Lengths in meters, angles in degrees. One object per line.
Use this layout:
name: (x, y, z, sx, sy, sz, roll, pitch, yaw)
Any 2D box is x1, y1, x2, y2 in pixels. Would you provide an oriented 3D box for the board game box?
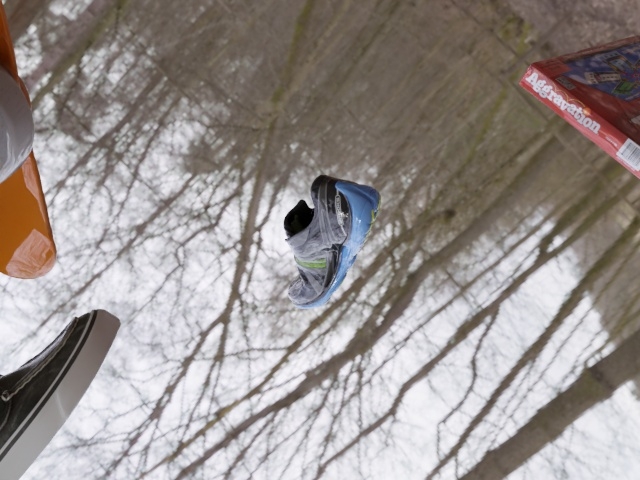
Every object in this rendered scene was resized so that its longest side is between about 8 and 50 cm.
board game box: (0.323, -0.144, 0.786, 0.145, 0.027, 0.281, 45, -139, 19)

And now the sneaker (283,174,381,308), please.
sneaker: (0.000, 0.000, 0.752, 0.078, 0.188, 0.067, 27, -127, 3)

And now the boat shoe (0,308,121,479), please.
boat shoe: (-0.222, 0.125, 0.519, 0.070, 0.219, 0.077, 41, 163, -14)

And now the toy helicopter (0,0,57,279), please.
toy helicopter: (-0.196, 0.017, 0.333, 0.140, 0.355, 0.235, 27, -117, -6)
